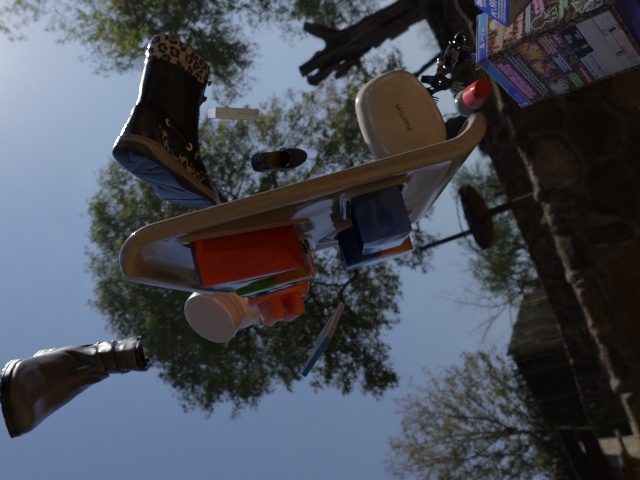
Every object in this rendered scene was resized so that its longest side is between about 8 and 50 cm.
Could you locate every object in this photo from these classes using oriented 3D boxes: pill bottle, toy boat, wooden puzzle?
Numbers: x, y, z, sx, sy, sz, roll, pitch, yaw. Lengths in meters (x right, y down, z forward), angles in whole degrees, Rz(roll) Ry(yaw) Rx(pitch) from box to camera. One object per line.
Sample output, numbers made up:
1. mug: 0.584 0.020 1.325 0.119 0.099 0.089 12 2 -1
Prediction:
1. pill bottle: -0.208 0.111 1.377 0.188 0.187 0.334 59 -145 -15
2. toy boat: 0.253 -0.292 1.240 0.148 0.317 0.268 158 89 -88
3. wooden puzzle: 0.000 0.000 0.588 0.322 0.347 0.081 70 180 -80

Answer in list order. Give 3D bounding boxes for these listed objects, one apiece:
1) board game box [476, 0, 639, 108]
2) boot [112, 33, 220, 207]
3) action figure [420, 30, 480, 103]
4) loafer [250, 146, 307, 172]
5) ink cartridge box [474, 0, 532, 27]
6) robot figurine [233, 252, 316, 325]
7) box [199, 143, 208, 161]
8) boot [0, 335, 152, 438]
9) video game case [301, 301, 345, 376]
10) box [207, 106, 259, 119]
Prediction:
1. board game box: 0.545 -0.461 1.180 0.232 0.290 0.141 23 -114 -39
2. boot: -0.308 -0.242 1.166 0.377 0.138 0.285 47 -132 -68
3. action figure: 0.415 -0.528 1.603 0.140 0.164 0.276 35 -116 12
4. loafer: -0.091 -0.201 1.293 0.170 0.061 0.062 -22 -73 -41
5. ink cartridge box: 0.215 -0.293 0.432 0.046 0.207 0.097 45 -171 17
6. robot figurine: -0.096 0.049 1.000 0.128 0.157 0.220 52 -160 -73
7. box: -0.418 -0.256 1.444 0.178 0.042 0.109 31 -116 3
8. boot: -0.452 0.250 0.996 0.338 0.222 0.118 -153 54 -76
9. video game case: 0.008 0.224 1.192 0.015 0.119 0.166 31 -154 1
10. box: -0.298 -0.430 1.753 0.145 0.186 0.038 -2 -78 -20
